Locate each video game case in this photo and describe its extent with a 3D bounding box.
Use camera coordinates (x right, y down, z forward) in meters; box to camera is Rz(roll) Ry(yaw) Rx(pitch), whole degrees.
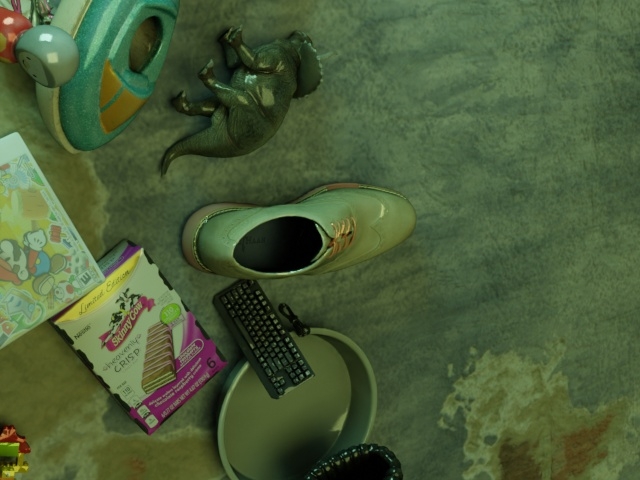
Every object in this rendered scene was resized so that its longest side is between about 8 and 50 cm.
[{"bbox_3d":[-0.401,0.004,1.251,0.206,0.026,0.227,-37,102,-42],"label":"video game case"}]

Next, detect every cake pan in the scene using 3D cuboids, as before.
[{"bbox_3d":[-0.042,0.274,1.605,0.293,0.054,0.293,-8,105,-31],"label":"cake pan"}]

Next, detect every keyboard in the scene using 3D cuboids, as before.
[{"bbox_3d":[-0.072,0.137,1.519,0.108,0.023,0.180,-30,84,-23],"label":"keyboard"}]

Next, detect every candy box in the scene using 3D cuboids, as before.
[{"bbox_3d":[-0.258,0.137,1.423,0.159,0.071,0.233,-43,119,-17],"label":"candy box"}]

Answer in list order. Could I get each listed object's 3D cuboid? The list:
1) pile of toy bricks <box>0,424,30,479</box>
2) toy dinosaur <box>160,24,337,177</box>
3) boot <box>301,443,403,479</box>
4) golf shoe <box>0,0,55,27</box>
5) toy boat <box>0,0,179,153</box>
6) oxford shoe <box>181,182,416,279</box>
[{"bbox_3d":[-0.475,0.275,1.286,0.212,0.118,0.105,5,97,-24],"label":"pile of toy bricks"},{"bbox_3d":[-0.102,-0.199,1.419,0.160,0.121,0.313,39,75,-19],"label":"toy dinosaur"},{"bbox_3d":[-0.011,0.484,1.564,0.348,0.131,0.260,-45,157,-26],"label":"boot"},{"bbox_3d":[-0.390,-0.314,1.236,0.086,0.067,0.186,-31,116,-22],"label":"golf shoe"},{"bbox_3d":[-0.280,-0.222,1.210,0.318,0.148,0.267,-11,126,-67],"label":"toy boat"},{"bbox_3d":[0.000,0.000,1.511,0.397,0.146,0.140,-12,107,-30],"label":"oxford shoe"}]
